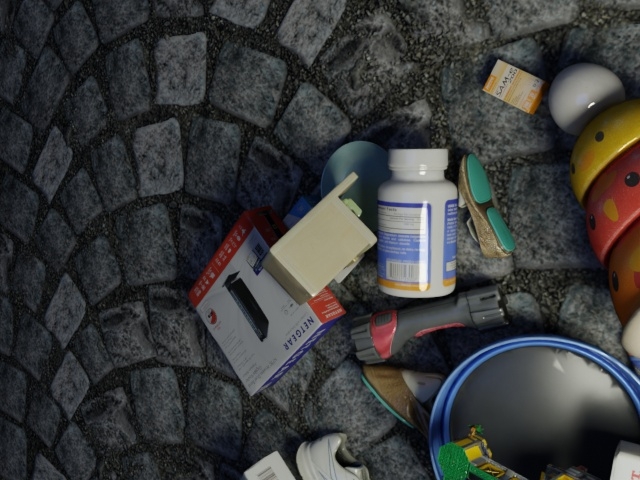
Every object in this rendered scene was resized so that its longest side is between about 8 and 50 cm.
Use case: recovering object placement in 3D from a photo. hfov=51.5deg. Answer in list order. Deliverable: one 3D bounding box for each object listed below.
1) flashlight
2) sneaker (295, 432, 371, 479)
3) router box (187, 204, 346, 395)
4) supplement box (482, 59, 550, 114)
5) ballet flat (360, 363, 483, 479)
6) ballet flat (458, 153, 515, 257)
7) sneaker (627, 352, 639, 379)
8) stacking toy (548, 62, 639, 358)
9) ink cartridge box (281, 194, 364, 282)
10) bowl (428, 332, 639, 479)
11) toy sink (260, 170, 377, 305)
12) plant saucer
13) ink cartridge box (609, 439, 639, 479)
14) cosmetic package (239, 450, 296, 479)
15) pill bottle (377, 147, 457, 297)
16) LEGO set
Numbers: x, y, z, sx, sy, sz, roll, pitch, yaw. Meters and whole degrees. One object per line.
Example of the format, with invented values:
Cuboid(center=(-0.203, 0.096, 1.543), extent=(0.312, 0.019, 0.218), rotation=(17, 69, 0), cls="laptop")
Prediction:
Cuboid(center=(0.212, 0.165, 1.288), extent=(0.303, 0.103, 0.103), rotation=(-16, 86, 23), cls="flashlight")
Cuboid(center=(0.059, 0.559, 1.441), extent=(0.129, 0.111, 0.297), rotation=(-37, 75, 25), cls="sneaker")
Cuboid(center=(-0.135, 0.140, 1.504), extent=(0.301, 0.082, 0.335), rotation=(54, 131, 17), cls="router box")
Cuboid(center=(0.352, -0.277, 1.199), extent=(0.098, 0.036, 0.062), rotation=(35, 112, 27), cls="supplement box")
Cuboid(center=(0.231, 0.343, 1.302), extent=(0.342, 0.116, 0.124), rotation=(48, 108, 18), cls="ballet flat")
Cuboid(center=(0.293, -0.059, 1.244), extent=(0.067, 0.073, 0.206), rotation=(-30, 74, 47), cls="ballet flat")
Cuboid(center=(0.610, 0.200, 1.057), extent=(0.221, 0.083, 0.087), rotation=(0, 108, 39), cls="sneaker")
Cuboid(center=(0.497, -0.091, 1.010), extent=(0.351, 0.350, 0.480), rotation=(-47, 51, 28), cls="stacking toy")
Cuboid(center=(0.000, 0.000, 1.449), extent=(0.180, 0.060, 0.104), rotation=(51, 119, 20), cls="ink cartridge box")
Cuboid(center=(0.387, 0.349, 1.155), extent=(0.390, 0.077, 0.392), rotation=(2, 96, 17), cls="bowl")
Cuboid(center=(0.016, 0.002, 1.303), extent=(0.131, 0.234, 0.153), rotation=(46, 163, 0), cls="toy sink")
Cuboid(center=(0.090, -0.110, 1.393), extent=(0.194, 0.037, 0.195), rotation=(3, 96, 33), cls="plant saucer")
Cuboid(center=(0.563, 0.433, 0.975), extent=(0.272, 0.114, 0.197), rotation=(10, 89, 25), cls="ink cartridge box")
Cuboid(center=(-0.057, 0.680, 1.462), extent=(0.377, 0.097, 0.284), rotation=(54, 148, 17), cls="cosmetic package")
Cuboid(center=(0.183, -0.038, 1.260), extent=(0.152, 0.152, 0.272), rotation=(5, 100, 34), cls="pill bottle")
Cuboid(center=(0.314, 0.472, 1.088), extent=(0.254, 0.192, 0.332), rotation=(6, 95, 45), cls="LEGO set")
